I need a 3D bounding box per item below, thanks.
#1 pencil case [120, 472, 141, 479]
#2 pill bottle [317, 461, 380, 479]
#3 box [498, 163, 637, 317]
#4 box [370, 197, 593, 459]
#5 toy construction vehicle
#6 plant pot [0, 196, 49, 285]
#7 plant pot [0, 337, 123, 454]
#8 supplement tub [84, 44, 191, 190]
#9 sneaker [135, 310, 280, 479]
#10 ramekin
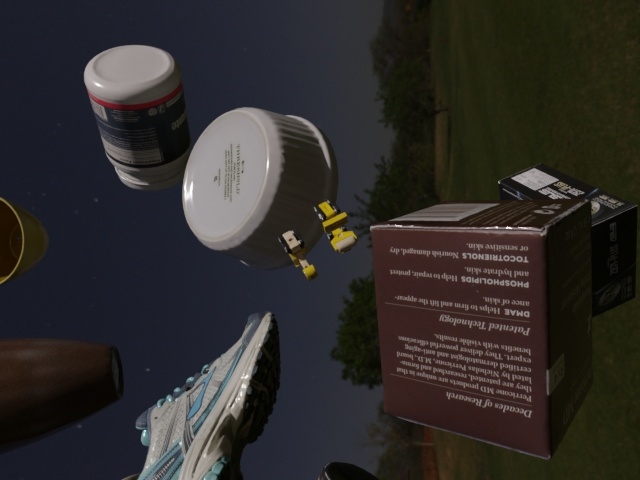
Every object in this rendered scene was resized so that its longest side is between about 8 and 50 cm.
[{"bbox_3d":[-0.180,0.500,0.689,0.183,0.410,0.160,-39,-20,-40],"label":"pencil case"},{"bbox_3d":[0.021,0.486,0.849,0.123,0.123,0.219,12,-80,-78],"label":"pill bottle"},{"bbox_3d":[0.338,-0.006,0.737,0.180,0.078,0.147,-126,15,-59],"label":"box"},{"bbox_3d":[0.169,0.068,0.535,0.168,0.167,0.203,-19,-74,-50],"label":"box"},{"bbox_3d":[0.000,0.000,0.630,0.098,0.086,0.035,51,167,51],"label":"toy construction vehicle"},{"bbox_3d":[-0.466,0.002,0.787,0.095,0.134,0.134,7,-100,-79],"label":"plant pot"},{"bbox_3d":[-0.507,0.275,1.011,0.215,0.231,0.215,171,90,-79],"label":"plant pot"},{"bbox_3d":[-0.387,-0.263,1.157,0.272,0.191,0.191,95,-179,-48],"label":"supplement tub"},{"bbox_3d":[-0.126,0.181,0.561,0.283,0.122,0.110,-67,-18,-45],"label":"sneaker"},{"bbox_3d":[-0.113,-0.091,0.866,0.127,0.273,0.272,14,-110,-47],"label":"ramekin"}]
